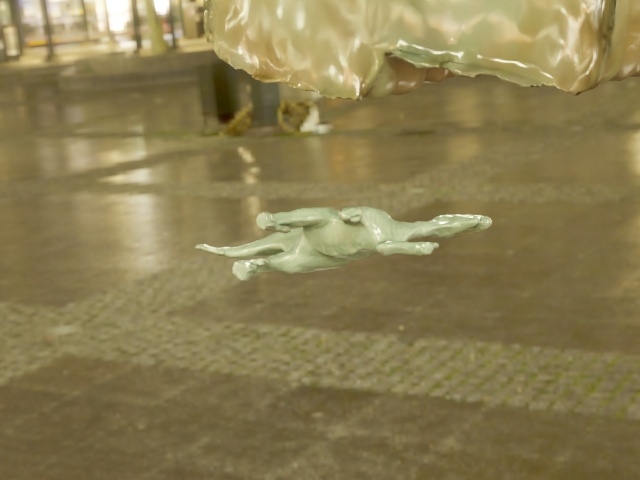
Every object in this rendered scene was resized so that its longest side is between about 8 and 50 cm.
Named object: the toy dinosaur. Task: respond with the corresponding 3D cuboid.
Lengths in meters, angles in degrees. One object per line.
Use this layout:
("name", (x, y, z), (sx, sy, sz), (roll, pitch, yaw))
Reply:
("toy dinosaur", (0.000, 0.000, 0.972), (0.167, 0.053, 0.242), (-5, -4, -41))

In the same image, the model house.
("model house", (0.177, -0.315, 0.873), (0.400, 0.394, 0.445), (-13, 22, -36))
